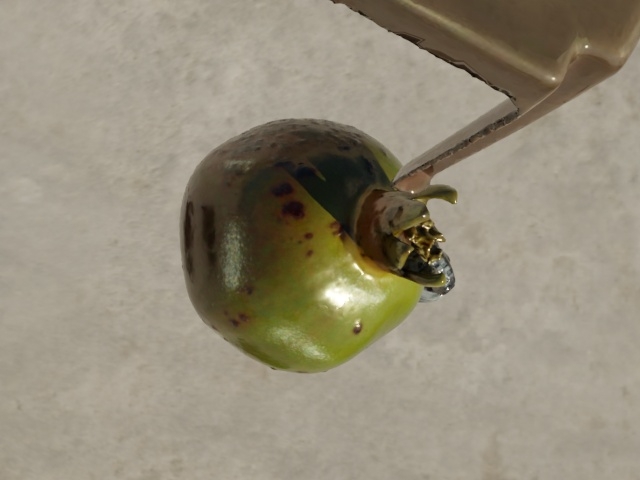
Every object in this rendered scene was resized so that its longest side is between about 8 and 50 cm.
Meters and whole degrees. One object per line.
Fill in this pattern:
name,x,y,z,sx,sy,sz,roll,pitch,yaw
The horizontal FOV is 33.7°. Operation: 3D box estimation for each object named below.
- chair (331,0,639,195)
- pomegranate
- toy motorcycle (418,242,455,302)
chair,0.053,-0.145,0.320,0.183,0.326,0.176,26,78,-16
pomegranate,-0.002,0.012,0.779,0.198,0.246,0.198,-10,115,-22
toy motorcycle,0.113,0.003,1.626,0.106,0.270,0.159,-40,149,-10
